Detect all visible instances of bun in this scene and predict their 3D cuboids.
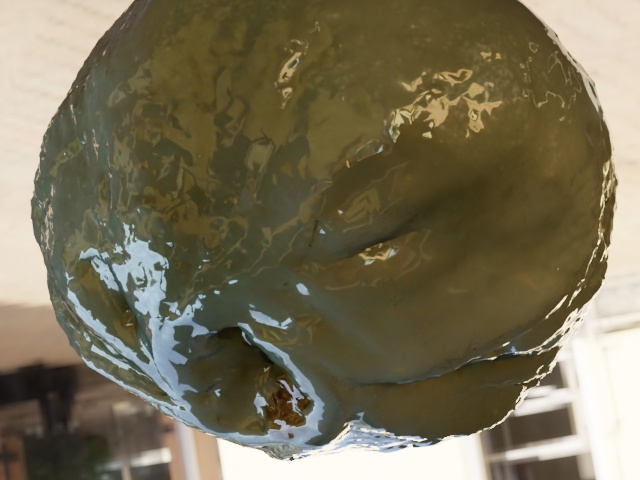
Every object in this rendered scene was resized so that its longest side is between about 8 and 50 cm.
[{"bbox_3d":[0.000,0.000,0.534,0.195,0.118,0.195,11,138,10],"label":"bun"}]
